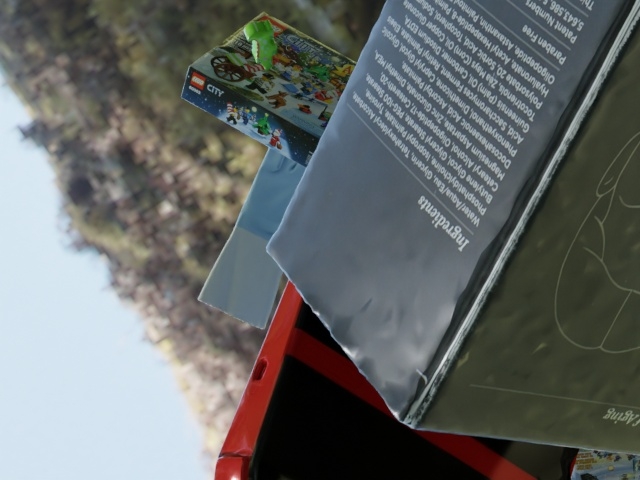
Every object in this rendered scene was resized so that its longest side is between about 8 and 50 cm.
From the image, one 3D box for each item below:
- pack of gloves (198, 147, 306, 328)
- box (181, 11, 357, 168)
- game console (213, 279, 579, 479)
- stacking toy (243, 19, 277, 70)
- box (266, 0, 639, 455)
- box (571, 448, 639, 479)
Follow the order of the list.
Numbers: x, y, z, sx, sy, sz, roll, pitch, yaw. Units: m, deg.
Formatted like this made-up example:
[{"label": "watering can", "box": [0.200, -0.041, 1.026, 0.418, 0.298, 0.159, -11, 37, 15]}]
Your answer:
[{"label": "pack of gloves", "box": [0.000, 0.000, 1.933, 0.195, 0.232, 0.046, 25, -179, -9]}, {"label": "box", "box": [-0.008, -0.146, 1.856, 0.233, 0.044, 0.159, 30, -141, 13]}, {"label": "game console", "box": [0.092, 0.197, 1.706, 0.386, 0.060, 0.342, 34, -121, -27]}, {"label": "stacking toy", "box": [-0.102, -0.297, 1.749, 0.221, 0.052, 0.167, 77, 172, -51]}, {"label": "box", "box": [0.290, -0.079, 1.531, 0.480, 0.471, 0.297, 11, -156, -36]}, {"label": "box", "box": [0.335, 0.242, 1.870, 0.027, 0.137, 0.094, -52, -46, -73]}]
